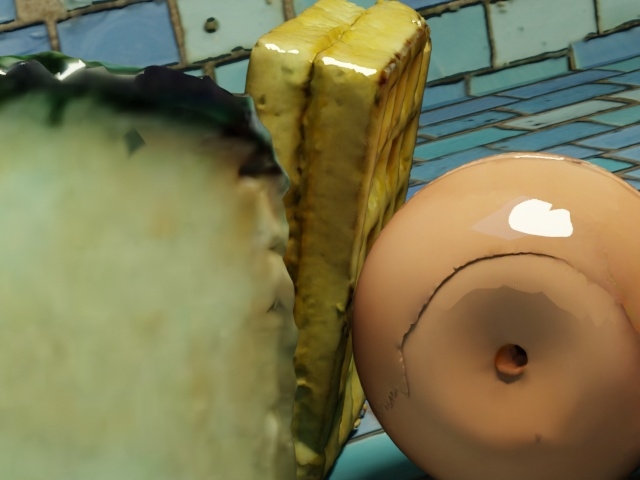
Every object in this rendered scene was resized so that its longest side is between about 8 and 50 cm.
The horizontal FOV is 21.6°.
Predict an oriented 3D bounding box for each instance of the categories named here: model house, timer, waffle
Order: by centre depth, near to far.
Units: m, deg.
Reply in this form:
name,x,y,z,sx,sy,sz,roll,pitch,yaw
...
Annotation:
name,x,y,z,sx,sy,sz,roll,pitch,yaw
model house,-0.300,0.069,1.033,0.400,0.395,0.445,1,9,45
timer,0.135,0.057,1.088,0.229,0.230,0.215,-6,6,14
waffle,0.000,0.000,1.203,0.098,0.328,0.224,13,21,11
